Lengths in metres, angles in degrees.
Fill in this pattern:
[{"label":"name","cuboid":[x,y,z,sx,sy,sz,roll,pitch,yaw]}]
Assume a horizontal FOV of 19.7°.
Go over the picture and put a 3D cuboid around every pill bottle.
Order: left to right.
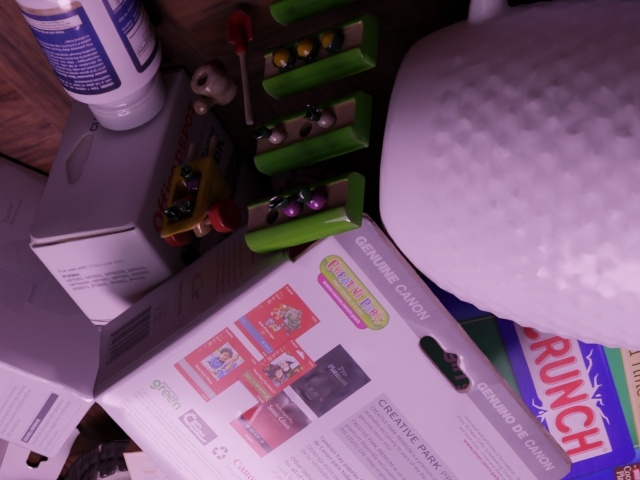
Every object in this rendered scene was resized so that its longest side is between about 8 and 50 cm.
[{"label":"pill bottle","cuboid":[-0.190,-0.175,1.560,0.094,0.094,0.169,-2,139,20]}]

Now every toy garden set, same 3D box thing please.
[{"label":"toy garden set","cuboid":[-0.048,-0.111,1.472,0.204,0.244,0.049,-15,151,41]}]

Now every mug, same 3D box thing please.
[{"label":"mug","cuboid":[0.225,-0.101,1.420,0.328,0.276,0.374,7,111,13]}]

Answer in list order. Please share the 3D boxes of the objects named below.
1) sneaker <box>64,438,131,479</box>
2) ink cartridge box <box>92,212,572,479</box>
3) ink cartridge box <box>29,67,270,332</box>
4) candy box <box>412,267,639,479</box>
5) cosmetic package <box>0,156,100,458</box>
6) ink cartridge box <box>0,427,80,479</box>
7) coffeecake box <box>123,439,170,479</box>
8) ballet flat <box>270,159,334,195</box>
[{"label":"sneaker","cuboid":[-0.087,0.266,2.086,0.410,0.158,0.182,-12,166,27]},{"label":"ink cartridge box","cuboid":[0.014,0.133,1.544,0.272,0.130,0.309,-35,112,13]},{"label":"ink cartridge box","cuboid":[-0.131,0.007,1.685,0.114,0.197,0.273,-10,136,25]},{"label":"candy box","cuboid":[0.138,0.122,1.679,0.317,0.122,0.268,-14,114,4]},{"label":"cosmetic package","cuboid":[-0.311,0.053,1.776,0.224,0.224,0.138,24,141,-13]},{"label":"ink cartridge box","cuboid":[-0.481,0.249,2.157,0.353,0.119,0.207,20,141,-8]},{"label":"coffeecake box","cuboid":[-0.107,0.277,1.916,0.142,0.068,0.185,-8,112,16]},{"label":"ballet flat","cuboid":[0.000,0.000,1.732,0.077,0.079,0.221,-2,139,22]}]
